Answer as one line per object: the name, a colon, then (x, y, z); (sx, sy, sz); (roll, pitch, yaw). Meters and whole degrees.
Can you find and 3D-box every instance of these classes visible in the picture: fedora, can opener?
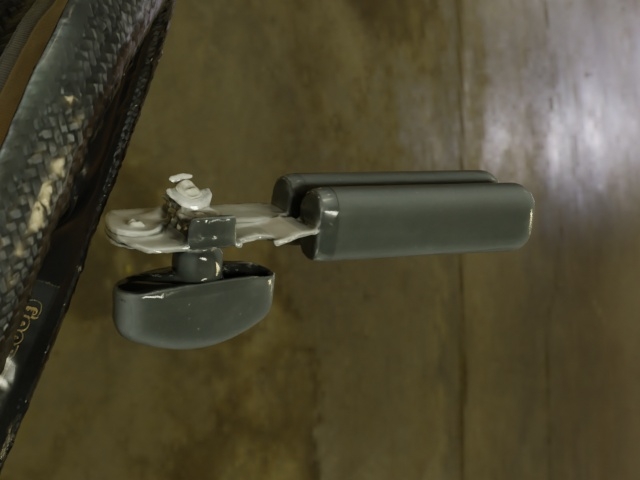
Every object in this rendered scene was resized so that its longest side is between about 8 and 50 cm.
fedora: (-0.177, 0.003, 0.512); (0.334, 0.152, 0.334); (-159, -90, -83)
can opener: (0.000, 0.000, 0.795); (0.280, 0.074, 0.093); (-8, 111, -27)
